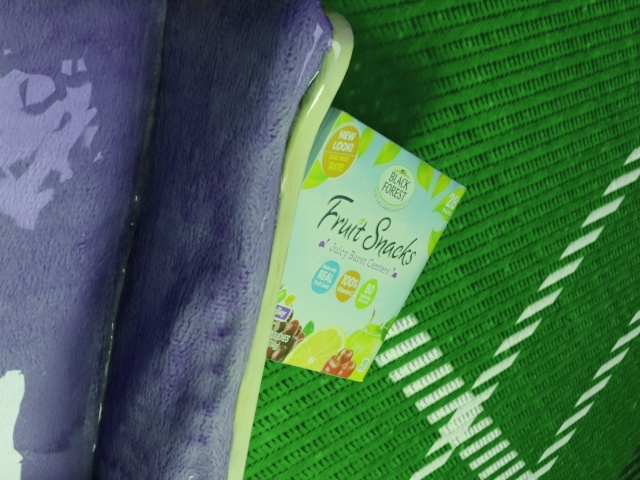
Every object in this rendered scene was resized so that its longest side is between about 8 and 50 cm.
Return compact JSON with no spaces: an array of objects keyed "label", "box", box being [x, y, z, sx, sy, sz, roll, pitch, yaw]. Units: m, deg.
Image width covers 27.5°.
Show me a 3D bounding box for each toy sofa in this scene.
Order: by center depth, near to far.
[{"label":"toy sofa","box":[-0.125,0.017,0.638,0.150,0.177,0.362,-9,122,-40]}]

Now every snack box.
[{"label":"snack box","box":[0.000,0.000,0.925,0.174,0.070,0.207,-61,150,2]}]
